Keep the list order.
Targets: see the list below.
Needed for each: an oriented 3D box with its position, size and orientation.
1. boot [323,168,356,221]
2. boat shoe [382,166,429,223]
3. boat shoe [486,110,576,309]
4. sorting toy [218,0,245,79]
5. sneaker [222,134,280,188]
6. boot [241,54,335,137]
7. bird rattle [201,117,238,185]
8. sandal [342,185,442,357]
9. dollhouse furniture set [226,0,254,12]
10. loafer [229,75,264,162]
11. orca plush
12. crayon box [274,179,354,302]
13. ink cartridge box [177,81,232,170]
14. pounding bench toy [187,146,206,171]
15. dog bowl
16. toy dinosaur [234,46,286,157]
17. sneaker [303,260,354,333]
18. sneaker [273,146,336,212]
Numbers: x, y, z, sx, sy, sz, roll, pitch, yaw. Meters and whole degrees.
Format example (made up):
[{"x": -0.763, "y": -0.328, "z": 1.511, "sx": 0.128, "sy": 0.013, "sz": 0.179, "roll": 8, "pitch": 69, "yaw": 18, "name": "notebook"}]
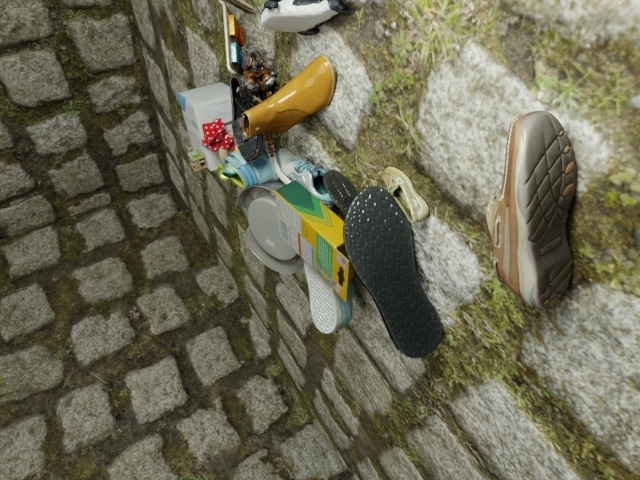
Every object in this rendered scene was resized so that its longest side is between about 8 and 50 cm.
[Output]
[{"x": 0.062, "y": -0.092, "z": 1.234, "sx": 0.198, "sy": 0.076, "sz": 0.137, "roll": 58, "pitch": 160, "yaw": 13, "name": "boot"}, {"x": 0.186, "y": -0.105, "z": 0.992, "sx": 0.153, "sy": 0.048, "sz": 0.056, "roll": 58, "pitch": 155, "yaw": 18, "name": "boat shoe"}, {"x": 0.320, "y": -0.041, "z": 0.693, "sx": 0.116, "sy": 0.123, "sz": 0.325, "roll": 29, "pitch": 136, "yaw": 56, "name": "boat shoe"}, {"x": -0.262, "y": -0.608, "z": 1.344, "sx": 0.193, "sy": 0.038, "sz": 0.209, "roll": -73, "pitch": -24, "yaw": -80, "name": "sorting toy"}, {"x": -0.280, "y": -0.337, "z": 1.547, "sx": 0.319, "sy": 0.208, "sz": 0.127, "roll": 67, "pitch": 158, "yaw": -2, "name": "sneaker"}, {"x": -0.096, "y": -0.360, "z": 1.139, "sx": 0.104, "sy": 0.211, "sz": 0.295, "roll": 63, "pitch": 156, "yaw": 4, "name": "boot"}, {"x": -0.340, "y": -0.350, "z": 1.656, "sx": 0.143, "sy": 0.206, "sz": 0.254, "roll": 23, "pitch": 134, "yaw": 50, "name": "bird rattle"}, {"x": 0.167, "y": 0.083, "z": 1.088, "sx": 0.107, "sy": 0.167, "sz": 0.447, "roll": -147, "pitch": 36, "yaw": -79, "name": "sandal"}, {"x": -0.212, "y": -0.756, "z": 1.238, "sx": 0.144, "sy": 0.123, "sz": 0.151, "roll": 38, "pitch": 109, "yaw": 46, "name": "dollhouse furniture set"}, {"x": -0.264, "y": -0.412, "z": 1.459, "sx": 0.095, "sy": 0.108, "sz": 0.303, "roll": 30, "pitch": -132, "yaw": -65, "name": "loafer"}, {"x": -0.041, "y": -0.556, "z": 0.983, "sx": 0.287, "sy": 0.151, "sz": 0.102, "roll": 22, "pitch": 100, "yaw": 61, "name": "orca plush"}, {"x": 0.000, "y": 0.000, "z": 1.233, "sx": 0.323, "sy": 0.083, "sz": 0.203, "roll": 44, "pitch": 153, "yaw": 30, "name": "crayon box"}, {"x": -0.416, "y": -0.458, "z": 1.728, "sx": 0.198, "sy": 0.197, "sz": 0.270, "roll": 41, "pitch": 147, "yaw": 43, "name": "ink cartridge box"}, {"x": -0.496, "y": -0.324, "z": 1.714, "sx": 0.083, "sy": 0.052, "sz": 0.065, "roll": 50, "pitch": 154, "yaw": 28, "name": "pounding bench toy"}, {"x": -0.150, "y": -0.053, "z": 1.564, "sx": 0.348, "sy": 0.102, "sz": 0.349, "roll": 25, "pitch": 133, "yaw": 30, "name": "dog bowl"}, {"x": -0.172, "y": -0.436, "z": 1.363, "sx": 0.322, "sy": 0.164, "sz": 0.218, "roll": 58, "pitch": 179, "yaw": -25, "name": "toy dinosaur"}, {"x": 0.039, "y": 0.109, "z": 1.409, "sx": 0.135, "sy": 0.150, "sz": 0.367, "roll": 1, "pitch": 90, "yaw": 34, "name": "sneaker"}, {"x": -0.035, "y": -0.199, "z": 1.329, "sx": 0.283, "sy": 0.110, "sz": 0.122, "roll": 51, "pitch": 141, "yaw": 15, "name": "sneaker"}]
